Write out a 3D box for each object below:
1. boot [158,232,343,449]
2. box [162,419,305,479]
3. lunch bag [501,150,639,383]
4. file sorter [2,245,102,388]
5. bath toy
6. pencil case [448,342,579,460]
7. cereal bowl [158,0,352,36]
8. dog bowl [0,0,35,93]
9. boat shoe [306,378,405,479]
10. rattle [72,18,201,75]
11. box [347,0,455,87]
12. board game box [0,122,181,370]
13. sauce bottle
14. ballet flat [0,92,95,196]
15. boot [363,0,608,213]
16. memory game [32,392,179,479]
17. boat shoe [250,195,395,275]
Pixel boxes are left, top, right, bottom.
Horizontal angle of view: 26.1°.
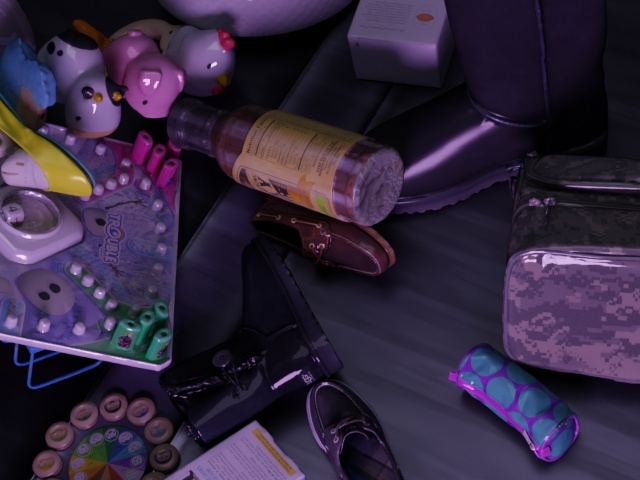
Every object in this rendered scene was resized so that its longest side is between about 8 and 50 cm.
[{"bbox_3d":[-0.108,0.120,1.697,0.207,0.094,0.246,-29,48,-2],"label":"boot"},{"bbox_3d":[-0.140,0.314,1.567,0.244,0.060,0.100,-31,55,-22],"label":"box"},{"bbox_3d":[0.361,0.010,1.618,0.305,0.213,0.256,3,40,13],"label":"lunch bag"},{"bbox_3d":[-0.351,0.084,1.744,0.118,0.104,0.170,-20,58,-30],"label":"file sorter"},{"bbox_3d":[-0.250,-0.225,1.860,0.348,0.129,0.151,-15,86,-39],"label":"bath toy"},{"bbox_3d":[0.226,0.186,1.601,0.070,0.064,0.151,-31,53,-30],"label":"pencil case"},{"bbox_3d":[-0.094,-0.457,2.030,0.339,0.141,0.339,-2,49,2],"label":"cereal bowl"},{"bbox_3d":[-0.580,-0.276,1.926,0.348,0.349,0.102,4,54,15],"label":"dog bowl"},{"bbox_3d":[0.043,0.243,1.593,0.080,0.076,0.228,-23,55,-4],"label":"boat shoe"},{"bbox_3d":[-0.241,-0.313,2.001,0.199,0.143,0.130,-22,36,4],"label":"rattle"},{"bbox_3d":[0.126,-0.313,1.947,0.130,0.091,0.170,9,58,17],"label":"box"},{"bbox_3d":[-0.364,-0.035,1.731,0.390,0.050,0.390,13,42,-15],"label":"board game box"},{"bbox_3d":[-0.054,-0.113,1.779,0.344,0.111,0.111,21,62,37],"label":"sauce bottle"},{"bbox_3d":[-0.380,-0.113,1.721,0.231,0.077,0.077,41,63,20],"label":"ballet flat"},{"bbox_3d":[0.173,-0.242,1.670,0.367,0.445,0.146,-17,54,0],"label":"boot"},{"bbox_3d":[-0.261,0.268,1.679,0.186,0.012,0.186,-5,55,8],"label":"memory game"},{"bbox_3d":[0.000,0.000,1.770,0.207,0.073,0.073,25,52,36],"label":"boat shoe"}]
